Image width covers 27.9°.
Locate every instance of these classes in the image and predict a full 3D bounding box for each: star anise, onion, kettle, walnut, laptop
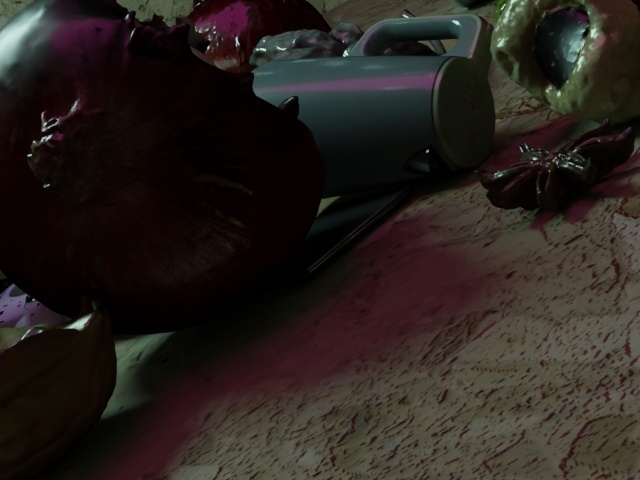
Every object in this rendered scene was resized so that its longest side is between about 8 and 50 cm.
[{"bbox_3d":[0.197,-0.056,1.081,0.141,0.042,0.141,-23,15,6],"label":"star anise"},{"bbox_3d":[0.033,-0.214,1.619,0.316,0.139,0.359,0,36,-16],"label":"star anise"},{"bbox_3d":[-0.178,-0.070,1.213,0.341,0.341,0.341,-26,14,7],"label":"onion"},{"bbox_3d":[0.065,-0.147,1.375,0.243,0.160,0.210,-4,53,36],"label":"kettle"},{"bbox_3d":[-0.094,-0.250,1.933,0.276,0.276,0.276,-26,14,7],"label":"onion"},{"bbox_3d":[-0.264,0.132,1.079,0.204,0.141,0.238,-21,9,-23],"label":"walnut"},{"bbox_3d":[0.000,0.000,1.305,0.129,0.016,0.180,-12,21,47],"label":"laptop"}]

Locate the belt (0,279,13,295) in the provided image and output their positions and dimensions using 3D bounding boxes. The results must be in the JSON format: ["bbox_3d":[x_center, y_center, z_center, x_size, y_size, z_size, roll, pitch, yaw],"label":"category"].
[{"bbox_3d":[-0.405,0.022,1.830,0.072,0.087,0.302,-19,16,37],"label":"belt"}]

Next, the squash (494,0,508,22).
[{"bbox_3d":[0.358,-0.370,1.845,0.239,0.069,0.069,-26,14,5],"label":"squash"}]

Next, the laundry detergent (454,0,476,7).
[{"bbox_3d":[0.334,-0.602,2.269,0.305,0.287,0.287,-23,15,21],"label":"laundry detergent"}]

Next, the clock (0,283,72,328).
[{"bbox_3d":[-0.269,0.056,1.460,0.248,0.090,0.227,-25,14,17],"label":"clock"}]

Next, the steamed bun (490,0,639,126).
[{"bbox_3d":[0.263,-0.171,1.188,0.140,0.172,0.155,-62,28,28],"label":"steamed bun"}]

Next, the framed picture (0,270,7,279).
[{"bbox_3d":[-0.294,-0.040,1.749,0.446,0.028,0.326,-10,22,17],"label":"framed picture"}]
